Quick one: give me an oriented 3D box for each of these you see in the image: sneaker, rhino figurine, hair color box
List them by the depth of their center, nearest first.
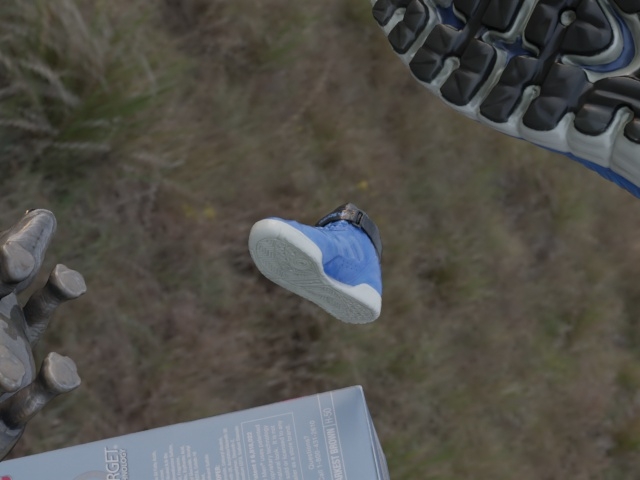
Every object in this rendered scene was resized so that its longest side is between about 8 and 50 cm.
[{"bbox_3d":[0.157,-0.073,0.705,0.330,0.129,0.147,41,8,21],"label":"sneaker"},{"bbox_3d":[-0.202,0.050,0.898,0.073,0.106,0.243,39,21,-25],"label":"rhino figurine"},{"bbox_3d":[-0.001,0.000,1.200,0.152,0.058,0.084,35,49,-38],"label":"sneaker"},{"bbox_3d":[-0.124,0.253,1.331,0.185,0.375,0.113,73,5,-59],"label":"hair color box"}]
